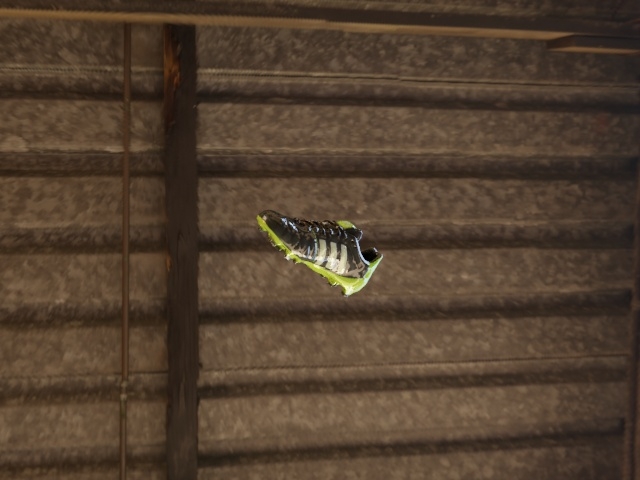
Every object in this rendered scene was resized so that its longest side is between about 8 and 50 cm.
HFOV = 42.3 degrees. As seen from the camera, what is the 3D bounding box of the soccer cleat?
[{"bbox_3d":[0.000,0.000,0.916,0.072,0.060,0.179,-52,-46,4],"label":"soccer cleat"}]
